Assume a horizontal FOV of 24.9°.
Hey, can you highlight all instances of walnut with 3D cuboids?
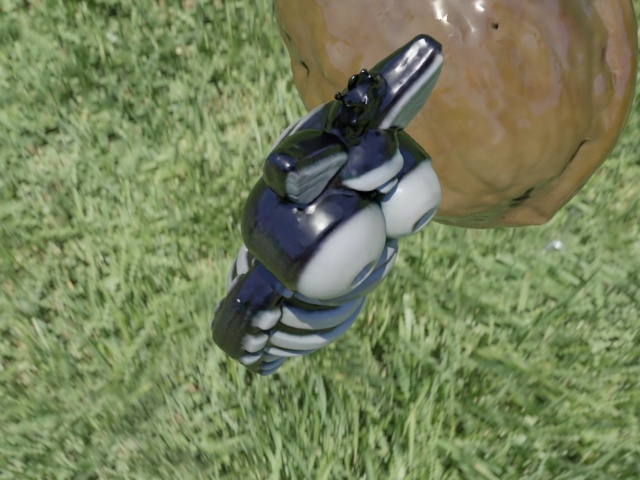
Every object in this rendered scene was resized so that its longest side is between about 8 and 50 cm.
[{"bbox_3d":[0.118,-0.170,1.239,0.306,0.306,0.344,-24,84,-7],"label":"walnut"}]

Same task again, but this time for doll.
[{"bbox_3d":[0.000,0.000,0.605,0.091,0.219,0.067,-37,74,-25],"label":"doll"}]
